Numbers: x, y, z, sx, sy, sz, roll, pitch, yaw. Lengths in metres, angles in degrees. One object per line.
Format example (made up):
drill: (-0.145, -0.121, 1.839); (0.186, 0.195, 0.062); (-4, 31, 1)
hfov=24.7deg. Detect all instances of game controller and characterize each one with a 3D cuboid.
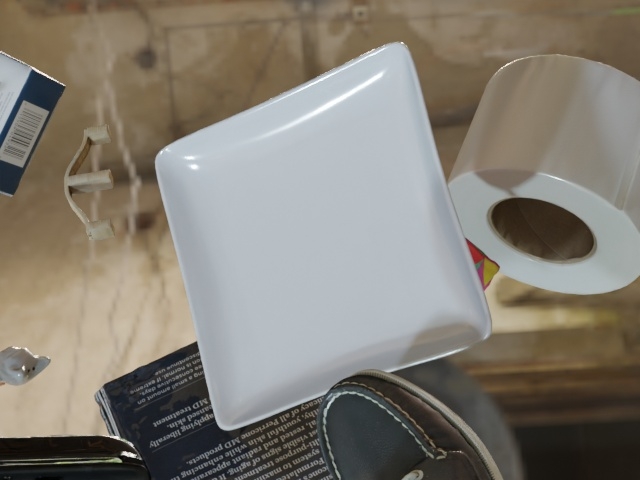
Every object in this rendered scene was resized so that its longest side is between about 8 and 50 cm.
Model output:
game controller: (-0.305, 0.267, 1.400); (0.067, 0.319, 0.166); (-46, 49, 50)

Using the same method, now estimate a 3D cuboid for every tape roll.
tape roll: (0.280, -0.073, 1.690); (0.246, 0.246, 0.169); (79, -150, -57)

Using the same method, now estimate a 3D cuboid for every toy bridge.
toy bridge: (-0.310, -0.079, 1.955); (0.026, 0.063, 0.188); (76, -176, -53)

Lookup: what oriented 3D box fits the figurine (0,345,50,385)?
figurine: (-0.529, 0.219, 2.156); (0.215, 0.209, 0.092); (-28, -78, -49)

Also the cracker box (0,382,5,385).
cracker box: (-0.629, 0.196, 2.476); (0.232, 0.156, 0.067); (-126, 17, -61)

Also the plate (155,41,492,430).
plate: (0.000, 0.000, 1.299); (0.045, 0.277, 0.278); (13, -122, -61)

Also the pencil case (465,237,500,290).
pencil case: (0.064, -0.001, 1.452); (0.104, 0.236, 0.104); (-51, 3, 3)

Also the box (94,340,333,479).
box: (-0.023, 0.426, 1.865); (0.480, 0.297, 0.472); (71, 172, -45)

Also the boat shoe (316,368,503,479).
boat shoe: (0.084, 0.211, 1.022); (0.302, 0.114, 0.091); (49, -160, 27)

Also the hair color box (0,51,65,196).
hair color box: (-0.538, -0.210, 1.982); (0.174, 0.347, 0.105); (-64, -19, 0)
